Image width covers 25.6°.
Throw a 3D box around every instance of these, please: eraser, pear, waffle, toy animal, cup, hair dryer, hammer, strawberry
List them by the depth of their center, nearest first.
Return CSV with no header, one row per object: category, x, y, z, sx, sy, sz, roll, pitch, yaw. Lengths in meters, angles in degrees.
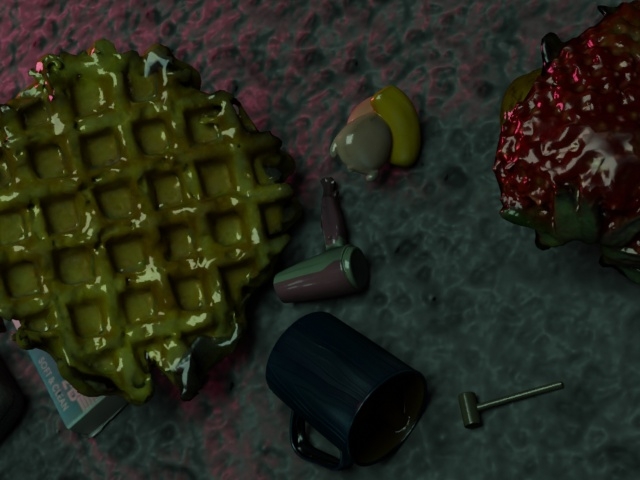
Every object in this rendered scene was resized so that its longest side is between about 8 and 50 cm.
strawberry,0.308,-0.126,1.376,0.233,0.138,0.306,21,80,-7
hammer,0.196,0.163,1.448,0.110,0.019,0.035,-17,62,16
pear,0.244,-0.125,1.487,0.107,0.107,0.131,-23,68,19
cup,0.014,0.166,1.488,0.138,0.113,0.150,34,86,37
waffle,-0.224,-0.025,1.583,0.382,0.379,0.095,-57,12,-14
toy animal,0.062,-0.117,1.610,0.114,0.091,0.082,-51,26,-13
hair dryer,0.006,-0.004,1.612,0.106,0.054,0.154,-12,54,31
eraser,-0.306,0.125,1.721,0.095,0.052,0.225,-42,55,10

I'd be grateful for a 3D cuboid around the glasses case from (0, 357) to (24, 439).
glasses case,-0.497,0.143,1.807,0.131,0.074,0.323,-47,55,6
